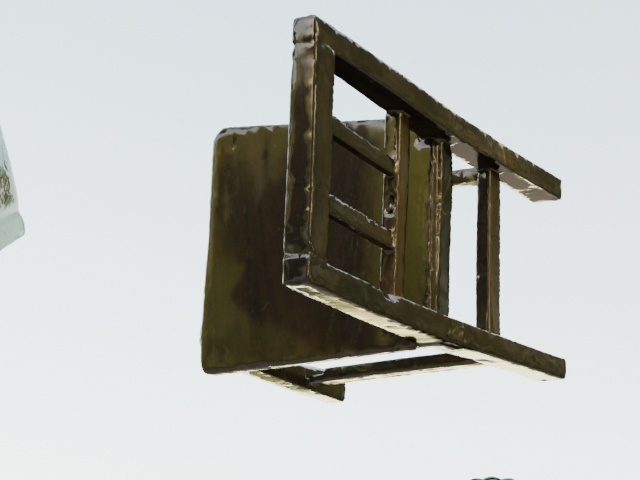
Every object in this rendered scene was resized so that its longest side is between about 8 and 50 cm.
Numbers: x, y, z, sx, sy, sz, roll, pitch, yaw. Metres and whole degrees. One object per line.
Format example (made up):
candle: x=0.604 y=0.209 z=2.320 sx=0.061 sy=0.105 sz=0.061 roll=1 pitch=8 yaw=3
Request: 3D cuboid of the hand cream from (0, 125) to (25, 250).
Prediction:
hand cream: x=-0.274 y=-0.135 z=0.990 sx=0.093 sy=0.305 sz=0.147 roll=-20 pitch=8 yaw=8

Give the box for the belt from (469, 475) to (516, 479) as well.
belt: x=0.174 y=0.240 z=1.184 sx=0.121 sy=0.079 sz=0.151 roll=-6 pitch=22 yaw=-43

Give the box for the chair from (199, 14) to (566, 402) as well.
chair: x=0.000 y=0.000 z=1.114 sx=0.241 sy=0.203 sz=0.416 roll=-5 pitch=-16 yaw=31
